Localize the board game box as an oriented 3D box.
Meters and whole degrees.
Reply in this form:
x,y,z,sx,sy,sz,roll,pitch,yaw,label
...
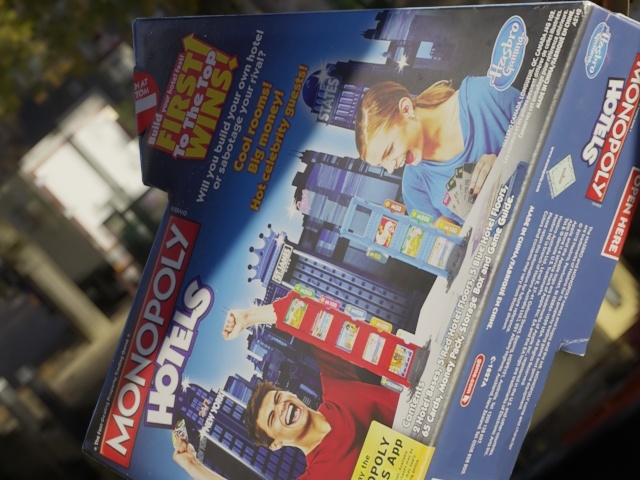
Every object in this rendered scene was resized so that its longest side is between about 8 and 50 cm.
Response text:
x,y,z,sx,sy,sz,roll,pitch,yaw,label
0.000,0.000,0.652,0.194,0.060,0.194,24,95,44,board game box

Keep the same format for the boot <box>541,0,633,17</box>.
x,y,z,sx,sy,sz,roll,pitch,yaw,label
0.003,-0.179,0.748,0.220,0.283,0.109,-10,46,16,boot
